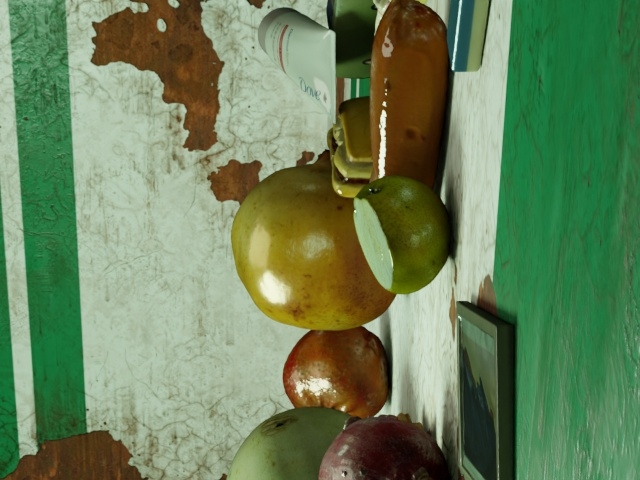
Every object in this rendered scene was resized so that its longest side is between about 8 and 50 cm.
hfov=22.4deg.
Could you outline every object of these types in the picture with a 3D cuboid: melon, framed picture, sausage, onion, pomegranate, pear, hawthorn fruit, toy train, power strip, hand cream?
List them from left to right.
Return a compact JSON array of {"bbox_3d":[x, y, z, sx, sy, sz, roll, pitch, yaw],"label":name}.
[{"bbox_3d":[-0.019,-0.266,2.350,0.248,0.083,0.133,-132,35,-62],"label":"hand cream"},{"bbox_3d":[0.000,0.000,2.340,0.264,0.264,0.264,179,90,-86],"label":"pomegranate"},{"bbox_3d":[0.001,0.396,2.292,0.268,0.268,0.330,94,167,-50],"label":"melon"},{"bbox_3d":[0.034,0.205,2.625,0.179,0.179,0.200,94,-165,-48],"label":"hawthorn fruit"},{"bbox_3d":[0.066,-0.377,2.328,0.300,0.131,0.202,96,165,-68],"label":"toy train"},{"bbox_3d":[0.087,0.289,1.920,0.195,0.159,0.159,-4,87,64],"label":"onion"},{"bbox_3d":[0.104,-0.136,1.953,0.097,0.094,0.348,-74,-12,-49],"label":"sausage"},{"bbox_3d":[0.104,-0.012,1.903,0.141,0.104,0.141,61,167,25],"label":"pear"},{"bbox_3d":[0.151,-0.231,1.652,0.123,0.032,0.056,93,176,-48],"label":"power strip"},{"bbox_3d":[0.165,0.166,1.634,0.265,0.018,0.192,-151,60,-86],"label":"framed picture"}]

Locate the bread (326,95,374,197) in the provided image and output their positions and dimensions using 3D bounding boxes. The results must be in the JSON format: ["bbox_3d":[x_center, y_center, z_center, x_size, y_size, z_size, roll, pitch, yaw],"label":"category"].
[{"bbox_3d":[0.071,-0.132,2.255,0.200,0.116,0.077,-96,10,-58],"label":"bread"}]

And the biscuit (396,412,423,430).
[{"bbox_3d":[0.126,0.333,2.080,0.280,0.043,0.183,-102,7,-49],"label":"biscuit"}]

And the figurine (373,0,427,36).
[{"bbox_3d":[0.107,-0.316,2.088,0.187,0.083,0.083,107,163,-58],"label":"figurine"}]
